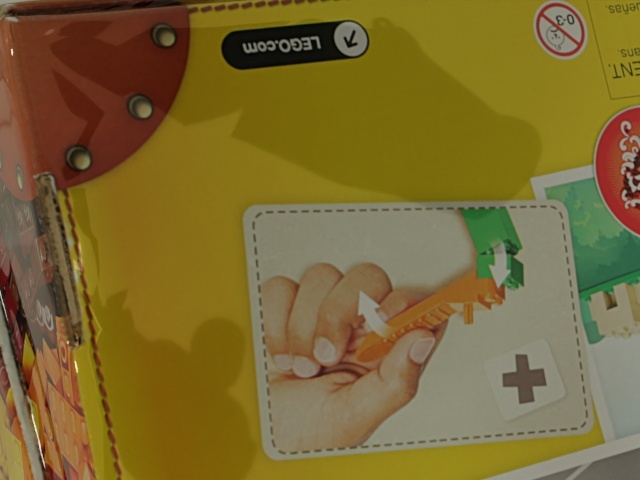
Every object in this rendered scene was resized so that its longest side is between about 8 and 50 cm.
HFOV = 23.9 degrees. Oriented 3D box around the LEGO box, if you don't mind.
[{"bbox_3d":[0.126,0.088,0.613,0.193,0.500,0.372,153,107,-65],"label":"LEGO box"}]
